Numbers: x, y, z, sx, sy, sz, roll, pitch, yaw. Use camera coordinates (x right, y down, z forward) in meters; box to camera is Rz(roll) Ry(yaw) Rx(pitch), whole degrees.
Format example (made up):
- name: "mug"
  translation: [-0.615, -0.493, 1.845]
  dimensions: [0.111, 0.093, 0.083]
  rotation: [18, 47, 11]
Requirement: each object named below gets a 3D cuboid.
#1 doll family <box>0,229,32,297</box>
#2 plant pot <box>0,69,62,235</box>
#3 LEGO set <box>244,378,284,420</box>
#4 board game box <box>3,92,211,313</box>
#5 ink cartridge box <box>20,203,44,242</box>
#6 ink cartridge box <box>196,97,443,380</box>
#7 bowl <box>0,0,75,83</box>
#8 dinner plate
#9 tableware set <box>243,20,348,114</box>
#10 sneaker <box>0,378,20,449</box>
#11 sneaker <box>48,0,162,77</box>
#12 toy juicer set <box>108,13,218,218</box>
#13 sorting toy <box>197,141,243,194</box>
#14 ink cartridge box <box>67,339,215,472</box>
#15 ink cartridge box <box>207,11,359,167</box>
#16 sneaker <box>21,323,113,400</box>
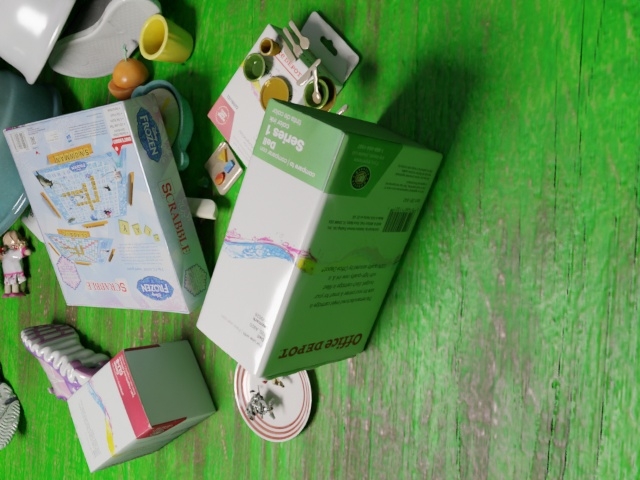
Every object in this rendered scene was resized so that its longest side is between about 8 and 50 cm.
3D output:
- name: "doll family"
  translation: [-0.706, 0.040, 1.329]
  dimensions: [0.263, 0.118, 0.163]
  rotation: [-7, 85, 37]
- name: "plant pot"
  translation: [-0.694, -0.206, 1.128]
  dimensions: [0.341, 0.334, 0.340]
  rotation: [-19, 58, 33]
- name: "LEGO set"
  translation: [-0.083, 0.220, 0.900]
  dimensions: [0.054, 0.023, 0.083]
  rotation: [22, 103, 34]
- name: "board game box"
  translation: [-0.337, -0.046, 1.022]
  dimensions: [0.319, 0.066, 0.317]
  rotation: [-1, 110, 37]
- name: "ink cartridge box"
  translation: [-0.452, -0.062, 1.181]
  dimensions: [0.225, 0.056, 0.180]
  rotation: [36, 111, 33]
- name: "ink cartridge box"
  translation: [0.000, 0.000, 0.747]
  dimensions: [0.117, 0.201, 0.278]
  rotation: [31, 108, 34]
- name: "bowl"
  translation: [-0.476, -0.418, 1.068]
  dimensions: [0.298, 0.134, 0.297]
  rotation: [-39, 39, 40]
- name: "dinner plate"
  translation: [-0.065, 0.210, 0.912]
  dimensions: [0.141, 0.017, 0.141]
  rotation: [0, 91, 38]
- name: "tableware set"
  translation: [-0.039, -0.189, 0.805]
  dimensions: [0.104, 0.024, 0.154]
  rotation: [-39, 71, 30]
- name: "sneaker"
  translation: [-0.708, 0.361, 1.348]
  dimensions: [0.235, 0.094, 0.153]
  rotation: [49, 118, 26]
- name: "sneaker"
  translation: [-0.360, -0.385, 1.092]
  dimensions: [0.296, 0.105, 0.146]
  rotation: [-19, 65, 41]
- name: "toy juicer set"
  translation: [-0.276, -0.166, 1.018]
  dimensions: [0.209, 0.090, 0.328]
  rotation: [-18, 77, 36]
- name: "sorting toy"
  translation: [-0.156, -0.100, 0.982]
  dimensions: [0.083, 0.012, 0.062]
  rotation: [-46, 64, 27]
- name: "ink cartridge box"
  translation: [-0.279, 0.254, 1.003]
  dimensions: [0.176, 0.128, 0.127]
  rotation: [-39, 67, 30]
- name: "ink cartridge box"
  translation: [-0.052, -0.203, 0.870]
  dimensions: [0.198, 0.067, 0.115]
  rotation: [-50, 64, 25]
- name: "sneaker"
  translation: [-0.459, 0.230, 1.166]
  dimensions: [0.236, 0.095, 0.104]
  rotation: [25, 112, 33]
